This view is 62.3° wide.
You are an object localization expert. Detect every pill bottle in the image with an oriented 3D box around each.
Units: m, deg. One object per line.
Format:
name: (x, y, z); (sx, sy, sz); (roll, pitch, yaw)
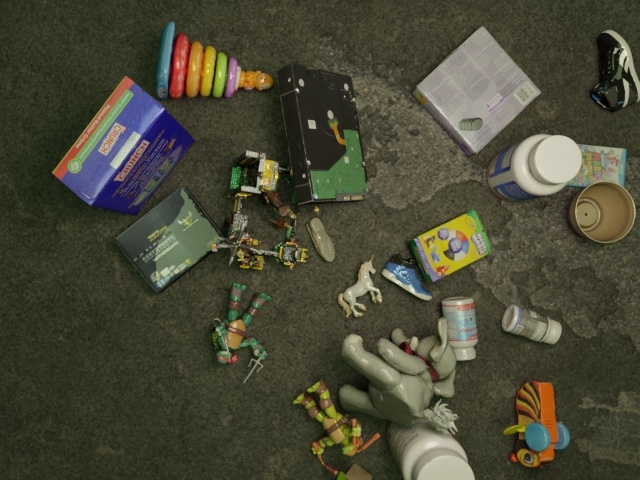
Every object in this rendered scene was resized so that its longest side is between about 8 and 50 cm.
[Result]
pill bottle: (0.572, 0.230, 1.437); (0.137, 0.078, 0.078); (19, 88, -3)
pill bottle: (0.375, 0.235, 1.422); (0.087, 0.087, 0.160); (-7, 90, -3)
pill bottle: (0.541, -0.184, 1.346); (0.152, 0.272, 0.152); (0, 89, -3)
pill bottle: (0.267, 0.533, 1.308); (0.160, 0.283, 0.161); (0, 94, -5)

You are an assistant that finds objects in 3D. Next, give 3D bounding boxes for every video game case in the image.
video game case: (0.771, -0.205, 1.486); (0.166, 0.015, 0.119); (5, 88, -3)

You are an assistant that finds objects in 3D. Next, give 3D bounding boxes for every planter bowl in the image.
planter bowl: (0.741, -0.074, 1.435); (0.162, 0.109, 0.162); (0, 89, -3)

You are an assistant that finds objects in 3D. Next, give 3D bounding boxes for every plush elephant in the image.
plush elephant: (0.232, 0.320, 1.350); (0.329, 0.255, 0.272); (17, 133, 29)

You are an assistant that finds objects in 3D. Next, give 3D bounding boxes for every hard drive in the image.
hard drive: (0.012, -0.264, 1.359); (0.236, 0.064, 0.339); (-9, 89, -48)

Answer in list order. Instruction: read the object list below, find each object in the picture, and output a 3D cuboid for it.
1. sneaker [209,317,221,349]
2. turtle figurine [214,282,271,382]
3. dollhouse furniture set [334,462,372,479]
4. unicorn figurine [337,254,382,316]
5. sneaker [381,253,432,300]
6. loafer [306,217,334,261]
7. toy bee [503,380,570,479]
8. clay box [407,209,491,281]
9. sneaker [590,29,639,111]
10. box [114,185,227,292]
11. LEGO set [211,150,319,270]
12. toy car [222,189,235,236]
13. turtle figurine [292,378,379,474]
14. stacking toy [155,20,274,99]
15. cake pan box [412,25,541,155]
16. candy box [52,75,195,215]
sneaker: (-0.283, 0.251, 1.416); (0.031, 0.035, 0.083); (0, 89, -2)
turtle figurine: (-0.218, 0.237, 1.372); (0.118, 0.175, 0.234); (5, 72, 39)
dollhouse furniture set: (0.076, 0.773, 1.410); (0.197, 0.151, 0.302); (31, 106, 18)
unicorn figurine: (0.115, 0.130, 1.425); (0.162, 0.060, 0.111); (-36, 91, -3)
sneaker: (0.250, 0.094, 1.433); (0.152, 0.058, 0.085); (32, 96, 5)
loafer: (0.000, 0.000, 1.438); (0.045, 0.039, 0.125); (-25, 94, -36)
toy bee: (0.560, 0.532, 1.404); (0.195, 0.162, 0.298); (28, 56, -17)
clay box: (0.360, 0.009, 1.428); (0.222, 0.053, 0.128); (-25, 91, -13)
sneaker: (0.791, -0.461, 1.460); (0.121, 0.079, 0.217); (-26, 92, -4)
box: (-0.393, -0.003, 1.404); (0.232, 0.059, 0.183); (-38, 90, -3)
LEGO set: (-0.119, -0.080, 1.325); (0.254, 0.192, 0.332); (17, 85, -19)
toy car: (-0.228, -0.071, 1.417); (0.040, 0.060, 0.122); (10, 96, -34)
turtle figurine: (0.039, 0.469, 1.369); (0.087, 0.269, 0.217); (-26, 74, -42)
stacking toy: (-0.271, -0.436, 1.390); (0.301, 0.175, 0.166); (7, 83, -16)
cake pan box: (0.428, -0.409, 1.449); (0.267, 0.070, 0.246); (-44, 93, -3)
candy box: (-0.455, -0.207, 1.276); (0.122, 0.317, 0.268); (37, 87, -2)
